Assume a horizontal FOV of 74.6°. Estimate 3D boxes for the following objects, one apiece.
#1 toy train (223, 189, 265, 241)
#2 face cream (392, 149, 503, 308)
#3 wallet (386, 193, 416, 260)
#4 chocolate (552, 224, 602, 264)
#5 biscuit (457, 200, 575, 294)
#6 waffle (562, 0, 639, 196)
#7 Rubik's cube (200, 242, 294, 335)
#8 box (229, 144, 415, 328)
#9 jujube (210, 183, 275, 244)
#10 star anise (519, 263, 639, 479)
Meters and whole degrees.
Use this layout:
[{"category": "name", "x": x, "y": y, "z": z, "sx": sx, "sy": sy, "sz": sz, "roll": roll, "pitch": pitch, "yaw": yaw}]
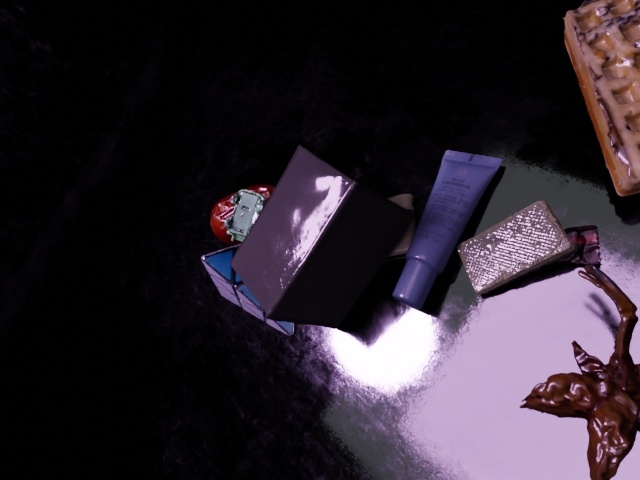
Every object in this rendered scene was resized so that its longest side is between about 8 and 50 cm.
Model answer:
[{"category": "toy train", "x": -0.203, "y": -0.061, "z": 1.148, "sx": 0.099, "sy": 0.081, "sz": 0.149, "roll": 15, "pitch": 93, "yaw": -2}, {"category": "face cream", "x": 0.271, "y": -0.033, "z": 0.944, "sx": 0.135, "sy": 0.086, "sz": 0.386, "roll": 20, "pitch": 77, "yaw": 35}, {"category": "wallet", "x": 0.178, "y": -0.032, "z": 1.030, "sx": 0.110, "sy": 0.039, "sz": 0.155, "roll": -13, "pitch": 63, "yaw": 28}, {"category": "chocolate", "x": 0.447, "y": 0.015, "z": 0.835, "sx": 0.182, "sy": 0.028, "sz": 0.086, "roll": -5, "pitch": 69, "yaw": 32}, {"category": "biscuit", "x": 0.383, "y": 0.016, "z": 0.846, "sx": 0.199, "sy": 0.040, "sz": 0.121, "roll": -36, "pitch": 49, "yaw": 32}, {"category": "waffle", "x": 0.625, "y": -0.294, "z": 0.752, "sx": 0.260, "sy": 0.114, "sz": 0.377, "roll": -16, "pitch": 73, "yaw": 27}, {"category": "Rubik's cube", "x": -0.184, "y": 0.102, "z": 1.152, "sx": 0.228, "sy": 0.234, "sz": 0.228, "roll": 1, "pitch": 22, "yaw": -2}, {"category": "box", "x": 0.001, "y": 0.001, "z": 0.971, "sx": 0.204, "sy": 0.251, "sz": 0.345, "roll": 44, "pitch": 107, "yaw": 39}, {"category": "jujube", "x": -0.216, "y": -0.078, "z": 1.255, "sx": 0.230, "sy": 0.155, "sz": 0.155, "roll": -20, "pitch": 60, "yaw": 15}, {"category": "star anise", "x": 0.451, "y": 0.211, "z": 0.676, "sx": 0.237, "sy": 0.148, "sz": 0.347, "roll": 0, "pitch": 80, "yaw": 32}]
